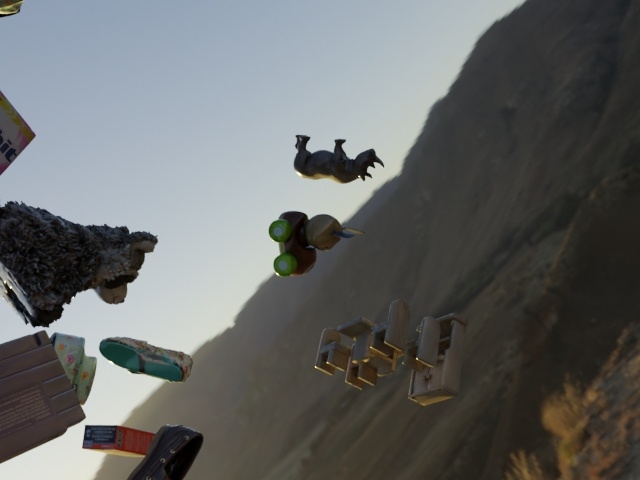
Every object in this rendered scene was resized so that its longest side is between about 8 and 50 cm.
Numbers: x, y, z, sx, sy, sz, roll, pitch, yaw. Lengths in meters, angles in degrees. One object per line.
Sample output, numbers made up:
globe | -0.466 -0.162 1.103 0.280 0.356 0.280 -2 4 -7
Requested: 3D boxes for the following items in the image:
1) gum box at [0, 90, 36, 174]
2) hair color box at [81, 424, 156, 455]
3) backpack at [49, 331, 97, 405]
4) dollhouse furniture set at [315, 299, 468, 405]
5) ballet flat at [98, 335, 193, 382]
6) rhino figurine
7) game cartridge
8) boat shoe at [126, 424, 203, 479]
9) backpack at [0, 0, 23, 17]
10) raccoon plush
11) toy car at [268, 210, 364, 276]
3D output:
gum box | -0.546 -0.192 1.373 0.062 0.188 0.107 -1 45 37
hair color box | -0.343 0.351 1.522 0.071 0.043 0.141 -5 -21 24
backpack | -0.628 0.322 2.147 0.166 0.144 0.189 147 128 -66
dollhouse furniture set | 0.153 0.189 1.673 0.212 0.242 0.161 -29 40 47
ballet flat | -0.414 0.281 2.097 0.077 0.240 0.091 -48 -28 -59
rhino figurine | 0.040 -0.190 2.083 0.073 0.243 0.106 -16 -67 -65
game cartridge | -0.665 0.335 1.776 0.068 0.230 0.355 -27 -5 34
boat shoe | -0.252 0.375 1.357 0.073 0.073 0.207 75 -150 -43
backpack | -0.750 -0.573 1.966 0.181 0.152 0.115 -6 -10 -38
raccoon plush | -0.505 -0.040 1.698 0.299 0.216 0.447 -37 -46 -29
toy car | 0.000 0.000 1.961 0.188 0.149 0.155 -6 6 18
